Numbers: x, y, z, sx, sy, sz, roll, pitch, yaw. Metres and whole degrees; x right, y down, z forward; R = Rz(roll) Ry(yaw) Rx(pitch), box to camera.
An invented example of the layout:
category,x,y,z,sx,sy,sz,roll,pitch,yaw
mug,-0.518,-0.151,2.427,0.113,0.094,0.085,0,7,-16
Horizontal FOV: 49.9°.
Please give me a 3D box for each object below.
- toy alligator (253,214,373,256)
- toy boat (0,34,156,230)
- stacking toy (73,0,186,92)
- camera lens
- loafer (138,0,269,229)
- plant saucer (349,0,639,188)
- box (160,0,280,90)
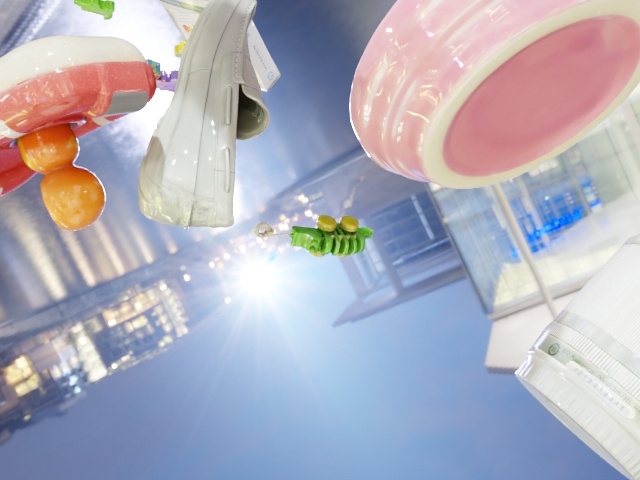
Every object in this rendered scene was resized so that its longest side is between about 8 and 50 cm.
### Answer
category,x,y,z,sx,sy,sz,roll,pitch,yaw
toy alligator,0.000,0.000,0.970,0.189,0.056,0.051,1,-146,-28
toy boat,-0.247,-0.081,0.628,0.231,0.151,0.151,-17,-174,28
stacking toy,-0.261,-0.245,1.005,0.221,0.167,0.052,13,155,-40
camera lens,0.421,0.142,0.892,0.274,0.219,0.219,-46,-176,-1
loafer,-0.110,-0.152,0.768,0.111,0.320,0.112,15,153,-8
plant saucer,0.192,-0.158,0.664,0.332,0.084,0.332,-19,152,-11
box,-0.148,-0.299,0.942,0.145,0.186,0.038,27,-108,33
